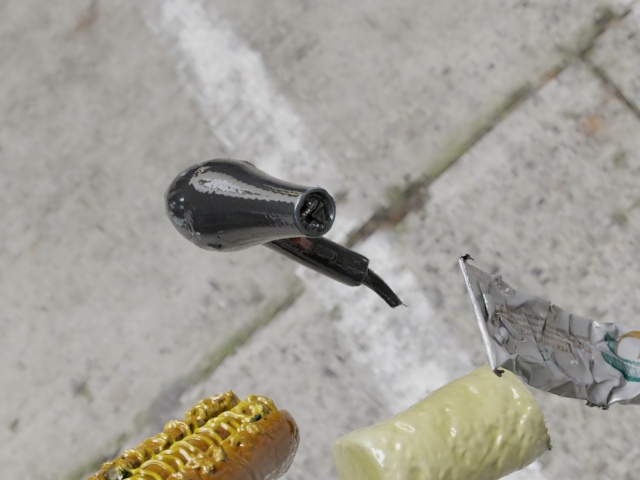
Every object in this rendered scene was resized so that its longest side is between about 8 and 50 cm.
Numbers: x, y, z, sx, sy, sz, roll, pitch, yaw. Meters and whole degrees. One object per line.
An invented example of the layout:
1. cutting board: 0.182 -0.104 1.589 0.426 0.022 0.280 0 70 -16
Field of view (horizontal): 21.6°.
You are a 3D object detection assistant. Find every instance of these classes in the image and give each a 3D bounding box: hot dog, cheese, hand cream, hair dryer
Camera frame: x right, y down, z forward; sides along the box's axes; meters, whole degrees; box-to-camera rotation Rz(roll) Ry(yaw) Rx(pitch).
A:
1. hot dog: -0.068 0.128 0.937 0.071 0.045 0.165 7 18 27
2. cheese: 0.104 0.178 1.473 0.167 0.094 0.123 -21 12 -20
3. hand cream: 0.183 0.074 1.156 0.050 0.257 0.084 -30 58 38
4. hair dryer: 0.000 0.000 1.607 0.235 0.271 0.091 6 74 53
